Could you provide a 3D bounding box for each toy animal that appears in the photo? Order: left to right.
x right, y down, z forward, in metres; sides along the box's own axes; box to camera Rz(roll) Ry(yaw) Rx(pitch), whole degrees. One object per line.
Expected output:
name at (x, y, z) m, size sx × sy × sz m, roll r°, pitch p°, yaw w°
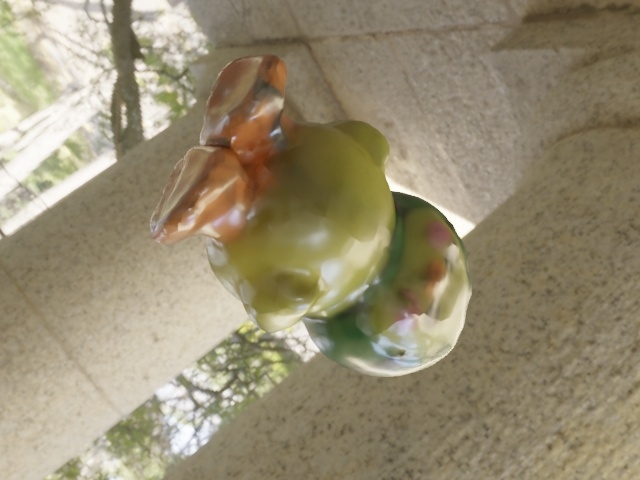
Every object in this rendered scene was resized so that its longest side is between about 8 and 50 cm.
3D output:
toy animal at (-0.001, 0.001, 0.755) m, size 0.338 × 0.216 × 0.191 m, roll 36°, pitch 156°, yaw -27°
